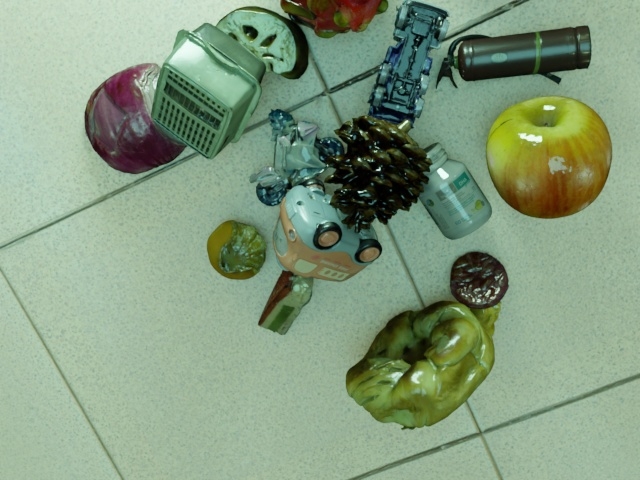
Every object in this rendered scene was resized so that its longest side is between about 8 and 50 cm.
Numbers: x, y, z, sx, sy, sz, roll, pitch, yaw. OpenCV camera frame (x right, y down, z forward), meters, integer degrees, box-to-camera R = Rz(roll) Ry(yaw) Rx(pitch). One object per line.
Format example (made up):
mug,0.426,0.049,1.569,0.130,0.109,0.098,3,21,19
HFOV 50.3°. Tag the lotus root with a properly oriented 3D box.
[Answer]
lotus root,-0.137,-0.467,1.580,0.234,0.119,0.138,21,105,1

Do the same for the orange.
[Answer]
orange,-0.210,0.028,1.709,0.156,0.134,0.157,3,117,7

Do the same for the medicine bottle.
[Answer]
medicine bottle,0.302,-0.122,1.629,0.135,0.135,0.215,-33,100,11

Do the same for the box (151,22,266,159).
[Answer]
box,-0.254,-0.334,1.539,0.220,0.290,0.166,35,63,-6

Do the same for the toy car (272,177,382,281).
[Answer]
toy car,0.000,0.000,1.637,0.270,0.181,0.212,21,125,-35

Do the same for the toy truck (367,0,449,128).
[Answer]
toy truck,0.197,-0.402,1.558,0.124,0.155,0.268,17,102,-1

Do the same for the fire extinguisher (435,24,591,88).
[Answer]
fire extinguisher,0.433,-0.412,1.565,0.341,0.105,0.141,-4,122,12

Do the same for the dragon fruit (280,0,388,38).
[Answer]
dragon fruit,0.002,-0.590,1.489,0.243,0.227,0.307,-9,115,45

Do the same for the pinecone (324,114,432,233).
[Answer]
pinecone,0.120,-0.154,1.493,0.243,0.243,0.257,36,63,-5

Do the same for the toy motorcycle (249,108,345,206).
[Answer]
toy motorcycle,-0.084,-0.219,1.652,0.239,0.108,0.204,-38,105,-13

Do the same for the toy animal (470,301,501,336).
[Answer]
toy animal,0.418,0.214,1.752,0.070,0.083,0.159,-15,116,-20

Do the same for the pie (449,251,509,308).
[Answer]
pie,0.391,0.099,1.694,0.154,0.036,0.154,-7,64,14

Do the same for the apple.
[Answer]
apple,0.508,-0.183,1.529,0.286,0.286,0.233,-13,133,7

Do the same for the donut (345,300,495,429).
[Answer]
donut,0.234,0.294,1.635,0.360,0.360,0.170,-34,106,12

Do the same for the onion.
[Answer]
onion,-0.470,-0.283,1.659,0.247,0.111,0.250,-20,104,7

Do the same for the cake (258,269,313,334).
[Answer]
cake,-0.086,0.161,1.741,0.086,0.117,0.220,25,104,-8
